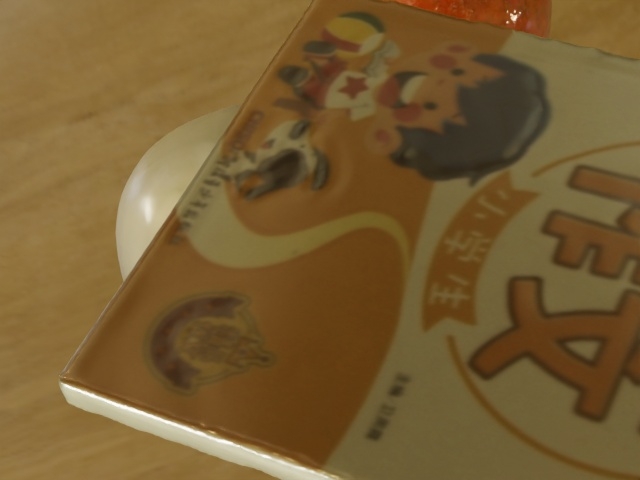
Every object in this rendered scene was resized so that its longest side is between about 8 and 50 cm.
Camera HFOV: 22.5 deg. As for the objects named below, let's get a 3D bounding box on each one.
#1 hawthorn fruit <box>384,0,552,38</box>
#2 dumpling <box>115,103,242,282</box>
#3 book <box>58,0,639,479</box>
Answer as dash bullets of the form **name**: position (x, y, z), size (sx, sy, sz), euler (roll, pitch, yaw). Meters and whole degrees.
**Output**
- **hawthorn fruit**: position (0.095, -0.242, 1.149), size (0.165, 0.165, 0.285), euler (16, 124, 21)
- **dumpling**: position (0.002, 0.004, 0.884), size (0.227, 0.175, 0.243), euler (-21, 46, 6)
- **book**: position (0.086, 0.015, 0.545), size (0.296, 0.020, 0.208), euler (16, 55, 22)
